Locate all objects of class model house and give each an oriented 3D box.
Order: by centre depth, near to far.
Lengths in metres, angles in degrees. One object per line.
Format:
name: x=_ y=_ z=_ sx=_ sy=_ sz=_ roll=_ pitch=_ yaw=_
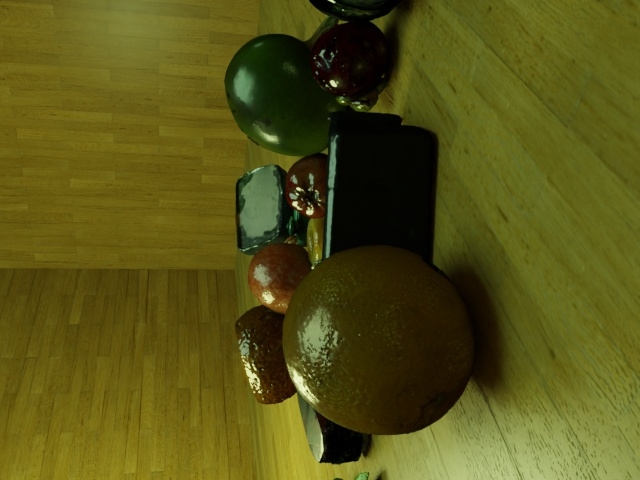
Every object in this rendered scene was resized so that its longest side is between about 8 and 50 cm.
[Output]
model house: x=-0.123 y=-0.063 z=2.055 sx=0.301 sy=0.190 sz=0.271 roll=37 pitch=-139 yaw=-55

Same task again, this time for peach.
peach: x=-0.084 y=0.106 z=1.798 sx=0.232 sy=0.233 sz=0.232 roll=-179 pitch=90 yaw=-77

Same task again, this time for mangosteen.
mangosteen: x=0.065 y=-0.347 z=1.281 sx=0.166 sy=0.166 sz=0.180 roll=-126 pitch=13 yaw=-69

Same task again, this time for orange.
orange: x=0.082 y=0.141 z=0.911 sx=0.274 sy=0.274 sz=0.274 roll=-179 pitch=90 yaw=-77

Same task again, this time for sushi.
sushi: x=0.030 y=0.386 z=1.437 sx=0.225 sy=0.126 sz=0.136 roll=-111 pitch=25 yaw=-44

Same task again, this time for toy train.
toy train: x=-0.045 y=-0.111 z=1.862 sx=0.159 sy=0.101 sz=0.248 roll=-105 pitch=18 yaw=-78

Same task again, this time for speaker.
speaker: x=0.088 y=-0.041 z=1.121 sx=0.184 sy=0.180 sz=0.388 roll=-145 pitch=58 yaw=-83

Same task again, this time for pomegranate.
pomegranate: x=-0.049 y=-0.359 z=1.488 sx=0.358 sy=0.310 sz=0.216 roll=-47 pitch=19 yaw=15

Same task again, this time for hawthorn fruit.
hawthorn fruit: x=-0.008 y=-0.155 z=1.627 sx=0.203 sy=0.163 sz=0.162 roll=-77 pitch=-3 yaw=-57

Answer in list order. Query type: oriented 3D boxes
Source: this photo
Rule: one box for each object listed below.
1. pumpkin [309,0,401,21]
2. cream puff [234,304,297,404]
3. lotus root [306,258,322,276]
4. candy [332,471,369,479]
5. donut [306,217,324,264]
pumpkin: x=0.036 y=-0.543 z=1.134 sx=0.296 sy=0.296 sz=0.295 roll=-179 pitch=90 yaw=-77
cream puff: x=-0.133 y=0.330 z=1.900 sx=0.303 sy=0.212 sz=0.302 roll=-15 pitch=-90 yaw=-90
lotus root: x=0.057 y=0.136 z=1.230 sx=0.141 sy=0.169 sz=0.314 roll=-53 pitch=33 yaw=28
candy: x=0.069 y=0.578 z=1.364 sx=0.246 sy=0.069 sz=0.148 roll=108 pitch=165 yaw=-65
donut: x=0.000 y=0.000 z=1.730 sx=0.152 sy=0.058 sz=0.151 roll=179 pitch=90 yaw=-78
